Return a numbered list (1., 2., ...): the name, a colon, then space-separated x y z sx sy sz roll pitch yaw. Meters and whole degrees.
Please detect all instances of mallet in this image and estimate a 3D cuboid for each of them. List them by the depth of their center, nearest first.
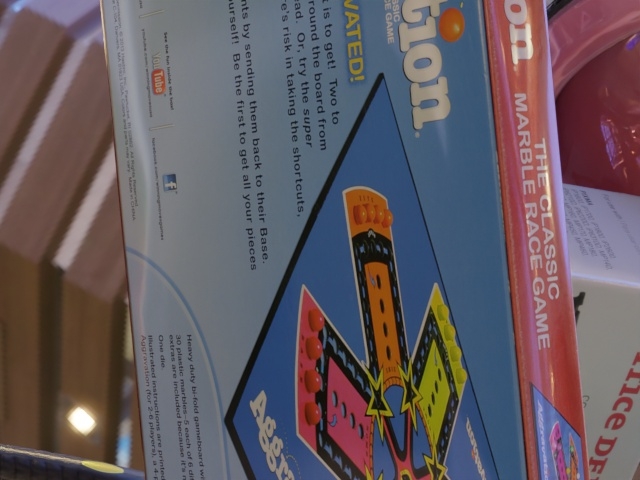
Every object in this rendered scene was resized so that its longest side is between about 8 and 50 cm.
1. mallet: -0.061 0.103 0.540 0.190 0.062 0.039 8 -65 -11

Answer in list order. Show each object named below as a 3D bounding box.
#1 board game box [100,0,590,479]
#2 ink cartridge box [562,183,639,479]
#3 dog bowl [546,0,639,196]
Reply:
1. board game box: 0.000 0.000 0.367 0.145 0.027 0.281 -4 -89 46
2. ink cartridge box: 0.063 0.071 0.905 0.306 0.131 0.226 9 -59 -12
3. dog bowl: 0.324 -0.137 1.070 0.408 0.150 0.408 4 -31 2
